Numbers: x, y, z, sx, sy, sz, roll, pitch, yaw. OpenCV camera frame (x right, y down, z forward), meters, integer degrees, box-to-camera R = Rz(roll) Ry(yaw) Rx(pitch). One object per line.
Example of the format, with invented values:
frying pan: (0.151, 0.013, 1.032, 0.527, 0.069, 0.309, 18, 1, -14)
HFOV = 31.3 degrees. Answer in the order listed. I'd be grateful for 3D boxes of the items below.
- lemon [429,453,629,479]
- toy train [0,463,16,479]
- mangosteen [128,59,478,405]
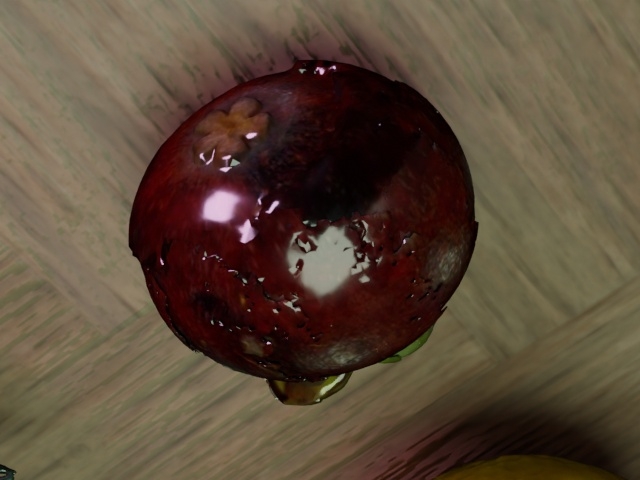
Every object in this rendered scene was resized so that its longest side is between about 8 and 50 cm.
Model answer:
lemon: (0.116, 0.257, 0.668, 0.267, 0.267, 0.267, -3, 119, -5)
toy train: (-0.282, 0.101, 0.627, 0.228, 0.091, 0.136, 8, 107, -9)
mangosteen: (0.000, 0.000, 0.569, 0.166, 0.166, 0.180, -24, 144, 8)
